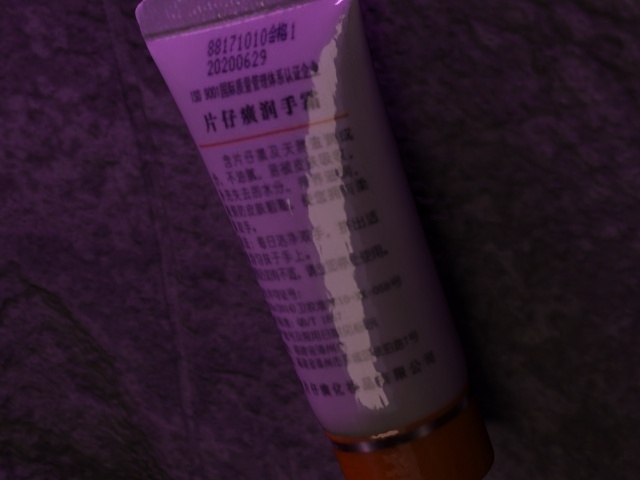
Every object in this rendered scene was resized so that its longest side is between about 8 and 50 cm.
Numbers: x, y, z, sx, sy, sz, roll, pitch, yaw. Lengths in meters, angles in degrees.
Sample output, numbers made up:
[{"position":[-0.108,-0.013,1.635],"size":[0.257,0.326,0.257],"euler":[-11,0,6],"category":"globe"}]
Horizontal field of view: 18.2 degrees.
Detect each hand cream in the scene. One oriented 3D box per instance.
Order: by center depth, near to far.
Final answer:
[{"position":[0.000,0.000,1.096],"size":[0.140,0.089,0.314],"euler":[-7,114,32],"category":"hand cream"}]
